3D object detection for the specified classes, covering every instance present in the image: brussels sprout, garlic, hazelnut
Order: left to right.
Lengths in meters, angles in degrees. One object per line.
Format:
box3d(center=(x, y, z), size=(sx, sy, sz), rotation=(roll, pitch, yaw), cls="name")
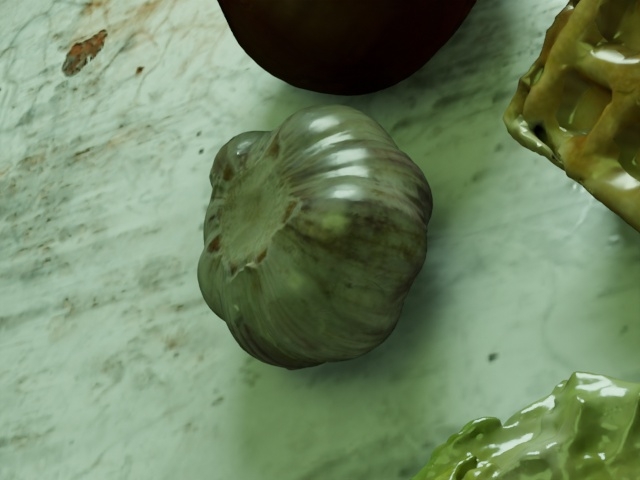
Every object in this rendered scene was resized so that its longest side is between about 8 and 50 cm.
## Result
box3d(center=(0.000, 0.000, 0.708), size=(0.159, 0.102, 0.147), rotation=(19, 85, 55), cls="garlic")
box3d(center=(0.005, -0.182, 0.790), size=(0.208, 0.208, 0.208), rotation=(-19, 50, 24), cls="hazelnut")
box3d(center=(0.095, 0.146, 0.537), size=(0.139, 0.100, 0.181), rotation=(24, 74, 34), cls="brussels sprout")

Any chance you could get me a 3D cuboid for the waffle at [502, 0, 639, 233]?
box3d(center=(0.236, -0.125, 0.556), size=(0.213, 0.091, 0.308), rotation=(46, 116, 45), cls="waffle")
